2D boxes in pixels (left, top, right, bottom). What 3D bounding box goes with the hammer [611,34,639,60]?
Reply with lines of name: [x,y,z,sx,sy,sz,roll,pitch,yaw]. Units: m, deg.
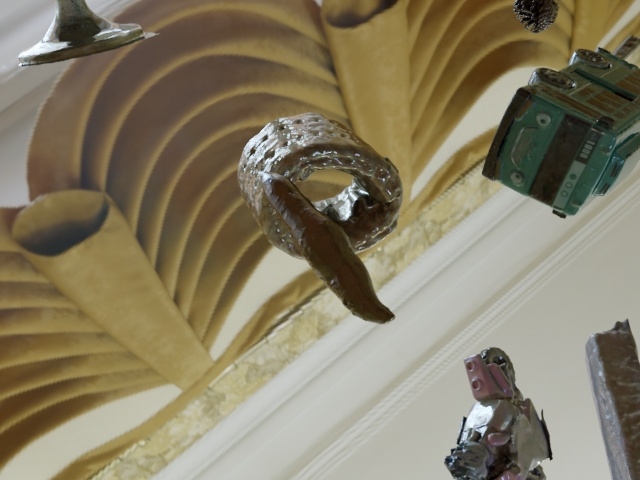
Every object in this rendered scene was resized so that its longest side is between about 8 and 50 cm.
hammer: [0.404,-0.228,1.128,0.027,0.125,0.297,49,-117,-7]

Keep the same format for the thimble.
thimble: [-0.002,-0.083,1.134,0.229,0.196,0.148,-8,-146,-20]

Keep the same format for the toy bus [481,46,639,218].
toy bus: [0.196,-0.083,0.563,0.092,0.079,0.160,35,-141,24]

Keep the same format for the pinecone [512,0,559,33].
pinecone: [0.392,-0.419,1.384,0.077,0.077,0.083,-40,-126,-11]

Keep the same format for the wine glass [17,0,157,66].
wine glass: [-0.379,-0.427,1.056,0.238,0.323,0.238,-12,-155,6]

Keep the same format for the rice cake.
rice cake: [0.370,0.268,0.886,0.064,0.070,0.399,-1,-133,7]

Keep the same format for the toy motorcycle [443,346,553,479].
toy motorcycle: [0.247,0.281,1.102,0.108,0.204,0.239,-47,-122,37]

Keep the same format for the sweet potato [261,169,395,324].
sweet potato: [0.000,0.000,0.936,0.067,0.067,0.274,-34,-113,-7]
